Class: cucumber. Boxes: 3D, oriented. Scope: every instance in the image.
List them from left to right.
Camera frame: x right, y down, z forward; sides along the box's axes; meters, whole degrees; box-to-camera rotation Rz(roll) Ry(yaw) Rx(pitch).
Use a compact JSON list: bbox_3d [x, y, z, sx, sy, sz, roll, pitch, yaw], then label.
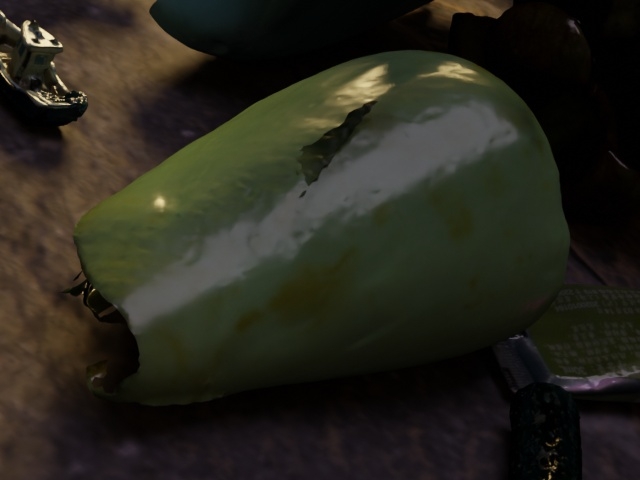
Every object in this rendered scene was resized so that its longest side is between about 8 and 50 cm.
[{"bbox_3d":[0.090,0.104,0.727,0.032,0.032,0.133,22,27,-4],"label":"cucumber"}]

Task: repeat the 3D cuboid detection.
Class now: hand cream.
[{"bbox_3d":[0.184,0.054,0.879,0.235,0.055,0.086,4,31,-19],"label":"hand cream"}]

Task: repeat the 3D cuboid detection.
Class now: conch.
[{"bbox_3d":[-0.006,-0.005,0.775,0.250,0.137,0.143,-13,70,-23],"label":"conch"}]

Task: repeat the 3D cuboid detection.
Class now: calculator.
[{"bbox_3d":[0.087,-0.199,1.024,0.054,0.256,0.386,55,38,4],"label":"calculator"}]

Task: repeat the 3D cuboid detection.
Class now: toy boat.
[{"bbox_3d":[-0.139,-0.085,0.867,0.038,0.038,0.083,-4,40,-41],"label":"toy boat"}]

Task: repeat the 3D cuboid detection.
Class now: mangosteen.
[{"bbox_3d":[0.188,-0.103,0.991,0.265,0.228,0.228,-31,52,-14],"label":"mangosteen"}]
